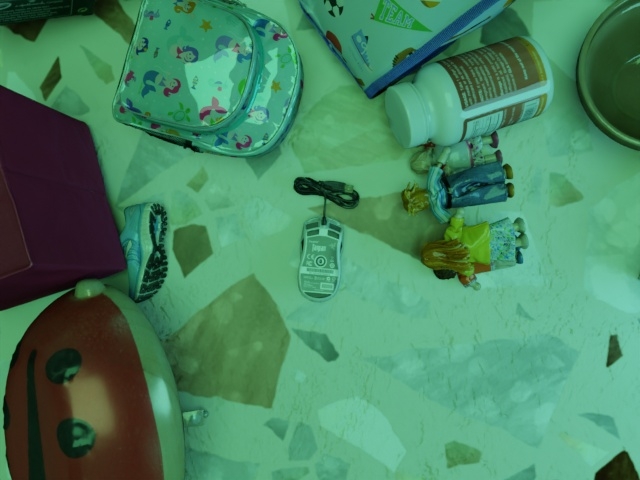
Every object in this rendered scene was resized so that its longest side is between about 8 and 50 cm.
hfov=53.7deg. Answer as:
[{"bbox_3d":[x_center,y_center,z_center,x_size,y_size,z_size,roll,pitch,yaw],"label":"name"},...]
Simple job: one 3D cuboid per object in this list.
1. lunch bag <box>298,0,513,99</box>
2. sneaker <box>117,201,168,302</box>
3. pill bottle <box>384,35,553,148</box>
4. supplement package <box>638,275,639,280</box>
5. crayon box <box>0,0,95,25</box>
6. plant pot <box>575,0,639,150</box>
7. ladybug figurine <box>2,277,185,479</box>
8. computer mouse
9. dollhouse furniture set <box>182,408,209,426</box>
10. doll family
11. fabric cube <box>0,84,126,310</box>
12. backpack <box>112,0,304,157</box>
[{"bbox_3d":[0.124,-0.422,0.847,0.386,0.239,0.327,-32,96,36],"label":"lunch bag"},{"bbox_3d":[-0.288,0.019,1.006,0.073,0.063,0.161,6,92,21],"label":"sneaker"},{"bbox_3d":[0.209,-0.207,0.907,0.216,0.121,0.121,-19,94,-9],"label":"pill bottle"},{"bbox_3d":[0.595,-0.029,0.920,0.139,0.134,0.243,16,95,0],"label":"supplement package"},{"bbox_3d":[-0.469,-0.473,0.892,0.203,0.083,0.322,-19,87,-25],"label":"crayon box"},{"bbox_3d":[0.487,-0.234,0.907,0.238,0.110,0.237,-1,85,13],"label":"plant pot"},{"bbox_3d":[-0.344,0.279,0.922,0.305,0.162,0.448,2,99,33],"label":"ladybug figurine"},{"bbox_3d":[0.000,0.000,0.994,0.106,0.042,0.192,7,90,-3],"label":"computer mouse"},{"bbox_3d":[-0.221,0.251,1.010,0.081,0.091,0.114,-4,92,-13],"label":"dollhouse furniture set"},{"bbox_3d":[0.209,-0.044,0.941,0.163,0.118,0.262,-13,94,3],"label":"doll family"},{"bbox_3d":[-0.469,-0.042,0.877,0.254,0.258,0.258,-18,85,7],"label":"fabric cube"},{"bbox_3d":[-0.152,-0.235,0.913,0.254,0.191,0.225,18,95,-5],"label":"backpack"}]
